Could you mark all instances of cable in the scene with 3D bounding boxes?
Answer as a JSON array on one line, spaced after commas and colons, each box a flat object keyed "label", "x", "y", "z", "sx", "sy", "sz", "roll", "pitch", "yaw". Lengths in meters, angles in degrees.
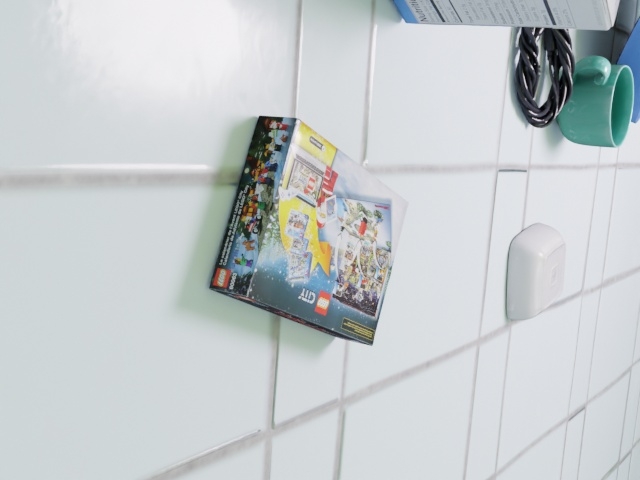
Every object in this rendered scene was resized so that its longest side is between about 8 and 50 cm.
[{"label": "cable", "x": 0.327, "y": -0.255, "z": 1.238, "sx": 0.151, "sy": 0.047, "sz": 0.184, "roll": -18, "pitch": 113, "yaw": -54}]

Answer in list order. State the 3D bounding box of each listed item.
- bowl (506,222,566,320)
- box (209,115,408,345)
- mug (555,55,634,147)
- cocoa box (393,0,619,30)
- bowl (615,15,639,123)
[{"label": "bowl", "x": 0.343, "y": 0.052, "z": 1.339, "sx": 0.142, "sy": 0.053, "sz": 0.142, "roll": -24, "pitch": 119, "yaw": -51}, {"label": "box", "x": 0.000, "y": 0.000, "z": 0.809, "sx": 0.233, "sy": 0.044, "sz": 0.159, "roll": 30, "pitch": 73, "yaw": -55}, {"label": "mug", "x": 0.433, "y": -0.229, "z": 1.360, "sx": 0.129, "sy": 0.097, "sz": 0.157, "roll": -36, "pitch": 127, "yaw": -46}, {"label": "cocoa box", "x": 0.190, "y": -0.410, "z": 0.821, "sx": 0.231, "sy": 0.228, "sz": 0.347, "roll": 42, "pitch": 63, "yaw": -55}, {"label": "bowl", "x": 0.617, "y": -0.395, "z": 1.488, "sx": 0.391, "sy": 0.077, "sz": 0.391, "roll": -53, "pitch": 163, "yaw": -24}]
